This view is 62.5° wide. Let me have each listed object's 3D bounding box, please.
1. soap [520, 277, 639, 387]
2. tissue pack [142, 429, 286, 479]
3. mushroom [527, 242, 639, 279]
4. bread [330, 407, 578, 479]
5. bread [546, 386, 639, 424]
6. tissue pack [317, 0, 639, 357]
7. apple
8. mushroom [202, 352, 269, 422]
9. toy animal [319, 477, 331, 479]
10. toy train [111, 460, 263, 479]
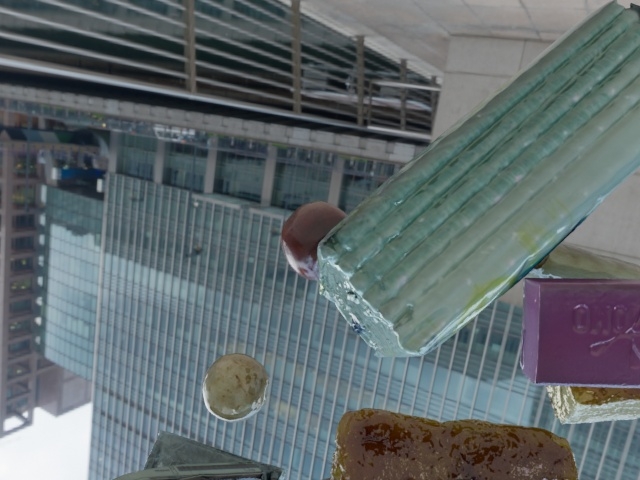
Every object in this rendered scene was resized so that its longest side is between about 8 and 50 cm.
[{"bbox_3d":[0.484,0.155,0.903,0.259,0.181,0.081,2,-176,2],"label":"soap"},{"bbox_3d":[-0.262,0.595,1.207,0.315,0.228,0.103,14,157,9],"label":"tissue pack"},{"bbox_3d":[0.493,0.054,1.005,0.312,0.081,0.100,12,-157,-17],"label":"mushroom"},{"bbox_3d":[0.205,0.373,0.822,0.380,0.185,0.109,4,150,4],"label":"bread"},{"bbox_3d":[0.724,0.309,1.366,0.278,0.279,0.207,-5,147,5],"label":"bread"},{"bbox_3d":[0.180,-0.040,0.595,0.162,0.388,0.287,49,172,9],"label":"tissue pack"},{"bbox_3d":[-0.004,-0.006,1.071,0.147,0.156,0.158,53,-178,-44],"label":"apple"},{"bbox_3d":[-0.205,0.359,1.293,0.166,0.166,0.127,11,-179,11],"label":"mushroom"},{"bbox_3d":[-0.003,0.534,0.982,0.325,0.154,0.208,6,148,-40],"label":"toy animal"},{"bbox_3d":[-0.189,0.323,0.695,0.251,0.055,0.048,20,-174,-42],"label":"toy train"}]
